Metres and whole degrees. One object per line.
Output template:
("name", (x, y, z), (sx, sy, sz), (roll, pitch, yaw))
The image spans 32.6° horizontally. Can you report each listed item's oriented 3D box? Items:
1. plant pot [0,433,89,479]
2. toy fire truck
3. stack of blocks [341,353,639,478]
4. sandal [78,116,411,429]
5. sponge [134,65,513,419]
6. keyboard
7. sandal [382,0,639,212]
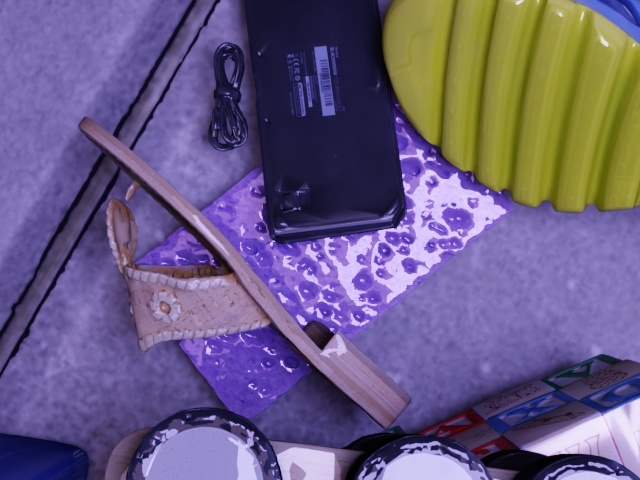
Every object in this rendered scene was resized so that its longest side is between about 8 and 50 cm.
("plant pot", (-0.271, 0.214, 0.559), (0.212, 0.236, 0.236), (12, 91, 5))
("toy fire truck", (0.011, 0.202, 0.446), (0.216, 0.158, 0.247), (8, 79, -4))
("stack of blocks", (0.048, 0.161, 0.592), (0.297, 0.171, 0.087), (-23, 91, -2))
("sandal", (-0.063, 0.040, 0.598), (0.240, 0.088, 0.079), (41, 84, -6))
("sponge", (0.000, 0.000, 0.659), (0.210, 0.031, 0.117), (-38, 91, 0))
("keyboard", (-0.014, -0.088, 0.640), (0.108, 0.023, 0.180), (-7, 75, 0))
("sandal", (0.189, -0.084, 0.624), (0.317, 0.138, 0.126), (18, 128, 0))
